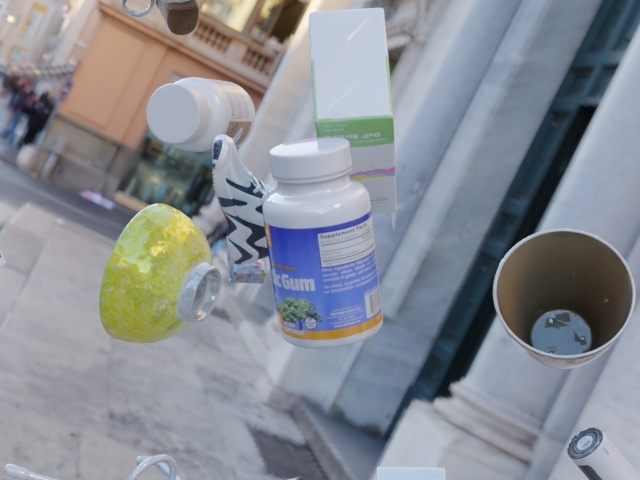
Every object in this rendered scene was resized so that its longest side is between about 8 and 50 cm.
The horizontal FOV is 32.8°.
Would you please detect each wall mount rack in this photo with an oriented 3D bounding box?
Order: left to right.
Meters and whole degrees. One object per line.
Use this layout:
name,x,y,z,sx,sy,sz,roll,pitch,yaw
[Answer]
wall mount rack,-0.383,0.470,1.740,0.130,0.350,0.304,31,14,35

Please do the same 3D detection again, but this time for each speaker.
speaker,0.379,0.305,1.401,0.136,0.055,0.055,49,-6,-17

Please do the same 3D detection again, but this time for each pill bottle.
pill bottle,-0.214,-0.223,1.934,0.131,0.131,0.229,27,12,13
pill bottle,0.000,0.000,1.514,0.152,0.272,0.152,-7,17,2

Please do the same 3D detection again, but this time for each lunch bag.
lunch bag,-0.143,0.040,2.115,0.071,0.083,0.053,2,-33,-17

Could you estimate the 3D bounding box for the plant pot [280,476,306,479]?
plant pot,-0.106,0.550,2.038,0.215,0.230,0.215,53,10,-14

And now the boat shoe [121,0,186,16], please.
boat shoe,-0.189,-0.339,1.279,0.367,0.156,0.136,3,47,-44

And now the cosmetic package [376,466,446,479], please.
cosmetic package,0.191,0.596,2.296,0.151,0.151,0.183,1,33,0

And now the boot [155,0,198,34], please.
boot,-0.263,-0.558,2.049,0.109,0.283,0.220,-7,50,-19

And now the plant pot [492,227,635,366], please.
plant pot,0.471,0.150,2.119,0.256,0.256,0.274,27,-17,21

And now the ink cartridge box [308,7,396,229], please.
ink cartridge box,0.055,-0.175,1.722,0.119,0.207,0.353,-5,-29,3

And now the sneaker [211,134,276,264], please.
sneaker,-0.089,-0.074,1.765,0.153,0.235,0.094,-10,25,0

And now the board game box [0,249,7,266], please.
board game box,-0.579,0.007,1.379,0.053,0.305,0.193,-9,-73,56

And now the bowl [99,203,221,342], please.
bowl,-0.291,0.086,2.154,0.156,0.289,0.289,19,-2,20
